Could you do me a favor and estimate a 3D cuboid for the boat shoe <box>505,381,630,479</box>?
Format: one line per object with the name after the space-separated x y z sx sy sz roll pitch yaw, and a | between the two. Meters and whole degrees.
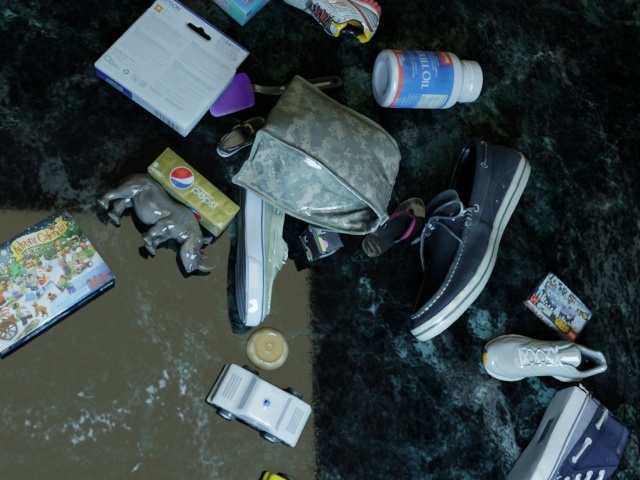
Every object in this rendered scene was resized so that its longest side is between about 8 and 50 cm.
0.489 0.455 1.388 0.158 0.127 0.340 38 67 4 | boat shoe

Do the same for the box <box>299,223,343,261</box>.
0.000 0.000 1.387 0.052 0.083 0.062 -18 81 -21 | box

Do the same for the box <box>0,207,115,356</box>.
-0.505 0.070 1.231 0.233 0.044 0.159 -36 88 -23 | box

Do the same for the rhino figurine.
-0.291 -0.029 1.312 0.243 0.073 0.106 41 70 -5 | rhino figurine

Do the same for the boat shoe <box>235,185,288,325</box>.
-0.107 0.014 1.340 0.094 0.109 0.302 5 71 -18 | boat shoe

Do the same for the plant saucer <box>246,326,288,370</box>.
-0.100 0.205 1.336 0.083 0.015 0.083 5 74 -16 | plant saucer

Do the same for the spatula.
-0.092 -0.320 1.477 0.296 0.030 0.084 -11 76 -20 | spatula

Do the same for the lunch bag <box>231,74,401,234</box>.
0.013 -0.148 1.354 0.287 0.169 0.235 29 41 -7 | lunch bag

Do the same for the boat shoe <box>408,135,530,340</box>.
0.277 -0.018 1.429 0.156 0.187 0.500 34 62 -7 | boat shoe

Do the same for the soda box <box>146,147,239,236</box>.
-0.245 -0.092 1.350 0.181 0.058 0.061 40 67 -4 | soda box

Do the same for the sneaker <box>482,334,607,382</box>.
0.466 0.238 1.447 0.262 0.121 0.099 4 73 -16 | sneaker

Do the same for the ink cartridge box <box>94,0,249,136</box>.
-0.294 -0.356 1.409 0.223 0.045 0.224 36 69 0 | ink cartridge box

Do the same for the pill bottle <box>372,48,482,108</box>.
0.236 -0.353 1.539 0.221 0.124 0.124 -3 76 -18 | pill bottle

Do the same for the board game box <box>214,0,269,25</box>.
-0.160 -0.590 1.522 0.160 0.047 0.210 42 67 -3 | board game box

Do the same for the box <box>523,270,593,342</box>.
0.523 0.148 1.540 0.137 0.027 0.094 44 68 -2 | box

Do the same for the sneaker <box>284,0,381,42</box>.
0.025 -0.504 1.535 0.225 0.088 0.093 15 72 -13 | sneaker

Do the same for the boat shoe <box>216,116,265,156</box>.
-0.157 -0.216 1.423 0.125 0.038 0.046 -35 88 -23 | boat shoe

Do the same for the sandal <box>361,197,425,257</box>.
0.161 -0.027 1.469 0.179 0.040 0.067 -39 89 -23 | sandal

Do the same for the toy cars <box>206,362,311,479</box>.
-0.064 0.391 1.256 0.176 0.087 0.394 -19 81 -22 | toy cars
